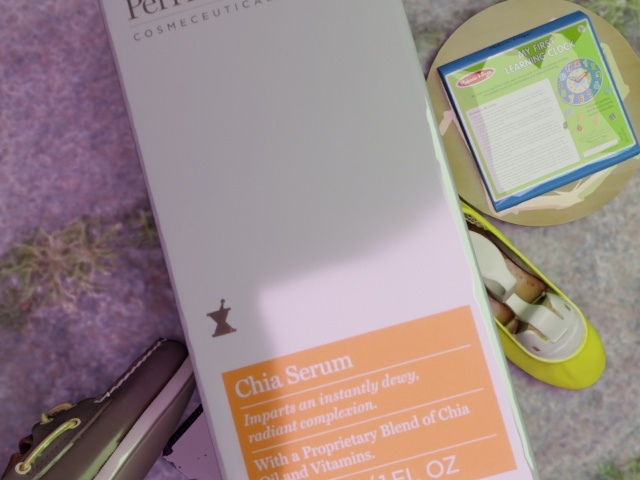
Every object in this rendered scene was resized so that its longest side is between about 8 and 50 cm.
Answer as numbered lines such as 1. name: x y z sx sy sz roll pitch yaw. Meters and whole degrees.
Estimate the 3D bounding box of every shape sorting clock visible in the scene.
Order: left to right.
1. shape sorting clock: 0.193 -0.115 1.118 0.206 0.040 0.206 0 91 -3

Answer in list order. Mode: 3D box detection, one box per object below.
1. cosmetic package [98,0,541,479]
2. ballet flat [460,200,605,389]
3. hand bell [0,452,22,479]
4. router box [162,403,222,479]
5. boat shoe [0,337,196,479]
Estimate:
1. cosmetic package: 0.000 0.000 0.986 0.230 0.161 0.453 -17 83 3
2. ballet flat: 0.169 0.050 1.097 0.231 0.077 0.077 45 84 -5
3. hand bell: -0.265 0.296 1.027 0.126 0.126 0.242 6 69 -7
4. router box: -0.029 0.193 1.088 0.179 0.046 0.133 43 86 -5
5. boat shoe: -0.201 0.187 0.985 0.096 0.117 0.324 27 51 8
